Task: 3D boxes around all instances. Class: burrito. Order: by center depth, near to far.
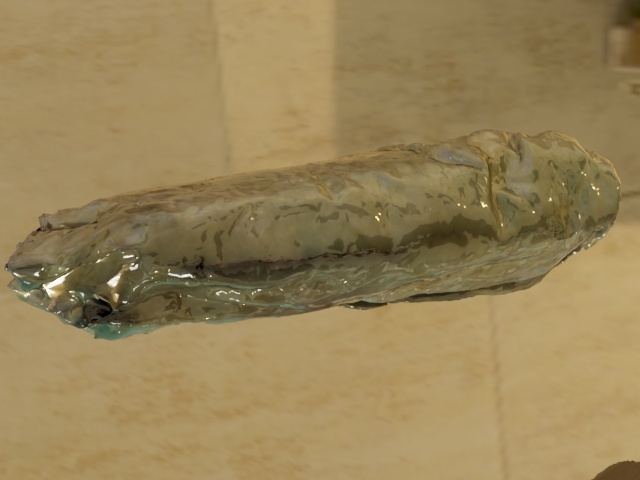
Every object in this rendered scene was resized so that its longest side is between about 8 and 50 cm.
[{"bbox_3d":[-0.001,-0.002,0.535,0.188,0.058,0.045,-9,68,-33],"label":"burrito"}]

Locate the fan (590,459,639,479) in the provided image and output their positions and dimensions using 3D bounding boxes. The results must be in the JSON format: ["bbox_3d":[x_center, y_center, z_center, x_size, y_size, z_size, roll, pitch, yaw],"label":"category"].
[{"bbox_3d":[0.060,0.176,0.712,0.008,0.152,0.226,45,30,-16],"label":"fan"}]
